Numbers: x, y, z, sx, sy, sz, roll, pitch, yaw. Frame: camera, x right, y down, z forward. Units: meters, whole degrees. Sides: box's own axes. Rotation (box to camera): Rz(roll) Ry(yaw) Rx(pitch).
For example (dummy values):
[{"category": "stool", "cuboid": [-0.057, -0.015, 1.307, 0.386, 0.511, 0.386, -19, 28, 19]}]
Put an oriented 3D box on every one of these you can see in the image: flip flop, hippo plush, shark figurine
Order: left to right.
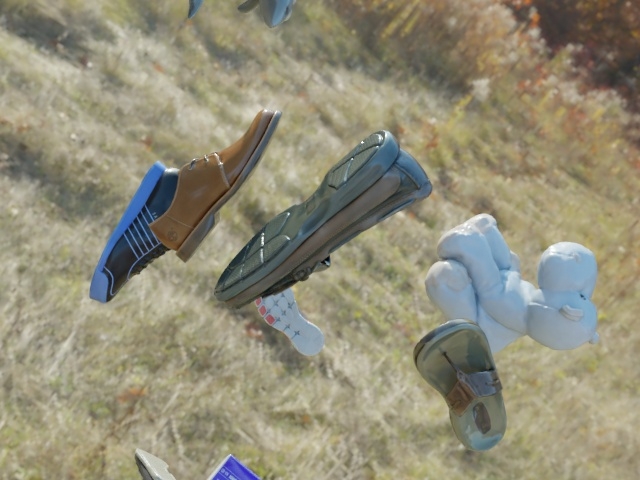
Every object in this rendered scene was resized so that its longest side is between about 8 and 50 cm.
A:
[{"category": "shark figurine", "cuboid": [-0.116, -0.404, 1.360, 0.278, 0.166, 0.116, 25, -17, 45]}, {"category": "flip flop", "cuboid": [0.218, 0.219, 1.364, 0.080, 0.112, 0.277, 51, -12, 55]}, {"category": "hippo plush", "cuboid": [0.321, 0.094, 1.536, 0.236, 0.294, 0.234, -1, -22, 37]}]

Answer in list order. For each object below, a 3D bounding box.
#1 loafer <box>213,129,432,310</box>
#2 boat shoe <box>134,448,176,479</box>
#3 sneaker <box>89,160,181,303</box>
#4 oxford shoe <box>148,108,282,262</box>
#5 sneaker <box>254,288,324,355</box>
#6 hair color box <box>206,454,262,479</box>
[{"category": "loafer", "cuboid": [0.000, 0.000, 0.985, 0.084, 0.267, 0.096, 40, 27, -20]}, {"category": "boat shoe", "cuboid": [-0.339, 0.469, 1.873, 0.075, 0.065, 0.206, 31, -5, -22]}, {"category": "sneaker", "cuboid": [-0.258, 0.000, 1.410, 0.090, 0.232, 0.081, 28, -2, 0]}, {"category": "oxford shoe", "cuboid": [-0.123, -0.079, 1.115, 0.076, 0.212, 0.076, 38, -3, -1]}, {"category": "sneaker", "cuboid": [-0.058, 0.111, 1.450, 0.158, 0.061, 0.065, 56, -9, -17]}, {"category": "hair color box", "cuboid": [-0.246, 0.573, 1.786, 0.110, 0.339, 0.185, 40, -18, 3]}]
